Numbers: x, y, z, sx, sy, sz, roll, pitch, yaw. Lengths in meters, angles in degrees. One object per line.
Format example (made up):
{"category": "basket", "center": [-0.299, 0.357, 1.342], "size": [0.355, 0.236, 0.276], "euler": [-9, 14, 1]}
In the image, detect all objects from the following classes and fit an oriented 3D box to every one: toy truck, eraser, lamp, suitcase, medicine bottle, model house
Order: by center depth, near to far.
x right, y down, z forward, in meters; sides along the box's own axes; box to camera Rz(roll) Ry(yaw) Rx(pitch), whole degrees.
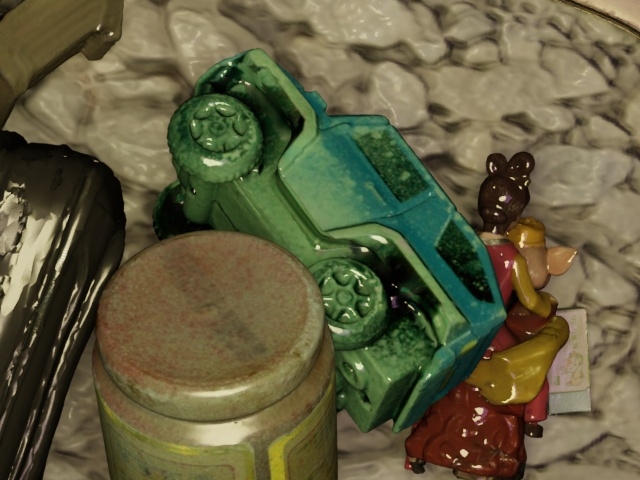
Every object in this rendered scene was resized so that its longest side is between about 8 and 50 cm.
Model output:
{"category": "medicine bottle", "center": [-0.064, 0.151, 1.197], "size": [0.151, 0.151, 0.322], "euler": [-10, 136, -8]}
{"category": "suitcase", "center": [-0.253, 0.089, 1.200], "size": [0.188, 0.339, 0.345], "euler": [19, 91, -5]}
{"category": "toy truck", "center": [0.000, 0.000, 1.284], "size": [0.156, 0.155, 0.279], "euler": [-29, 71, -23]}
{"category": "model house", "center": [-0.236, -0.210, 1.296], "size": [0.188, 0.122, 0.229], "euler": [-42, 113, -17]}
{"category": "lamp", "center": [0.132, 0.060, 1.376], "size": [0.118, 0.118, 0.253], "euler": [10, 89, -9]}
{"category": "eraser", "center": [0.193, 0.095, 1.429], "size": [0.038, 0.019, 0.083], "euler": [-4, 95, -10]}

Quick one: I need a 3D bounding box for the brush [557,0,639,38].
{"category": "brush", "center": [0.283, -0.160, 1.413], "size": [0.327, 0.065, 0.070], "euler": [29, 95, 0]}
